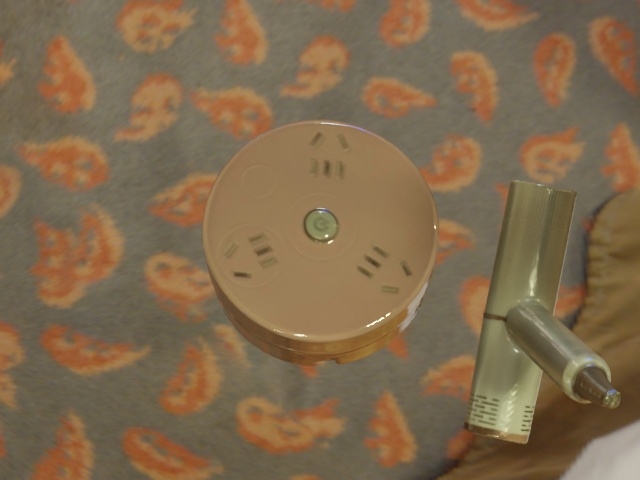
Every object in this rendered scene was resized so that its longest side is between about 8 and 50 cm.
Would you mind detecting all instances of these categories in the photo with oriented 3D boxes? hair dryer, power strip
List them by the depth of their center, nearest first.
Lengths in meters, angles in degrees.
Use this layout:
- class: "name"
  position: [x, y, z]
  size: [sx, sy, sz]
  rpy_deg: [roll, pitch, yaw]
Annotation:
- class: "hair dryer"
  position: [0.135, 0.044, 0.774]
  size: [0.044, 0.183, 0.154]
  rpy_deg: [10, 89, -13]
- class: "power strip"
  position: [0.000, 0.000, 0.913]
  size: [0.154, 0.078, 0.154]
  rpy_deg: [0, 72, 1]
